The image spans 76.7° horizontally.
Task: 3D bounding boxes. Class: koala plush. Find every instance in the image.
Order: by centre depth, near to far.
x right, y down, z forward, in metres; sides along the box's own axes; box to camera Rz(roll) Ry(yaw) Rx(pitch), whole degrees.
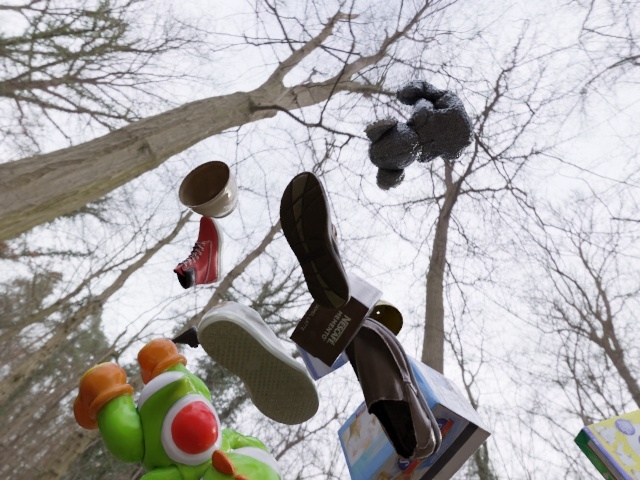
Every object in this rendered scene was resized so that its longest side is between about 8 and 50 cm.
[{"bbox_3d":[0.199,-0.229,0.908,0.221,0.203,0.196,-27,-54,-18],"label":"koala plush"}]

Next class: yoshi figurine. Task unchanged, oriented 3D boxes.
[{"bbox_3d":[-0.163,0.310,0.538,0.362,0.203,0.203,33,-101,26],"label":"yoshi figurine"}]

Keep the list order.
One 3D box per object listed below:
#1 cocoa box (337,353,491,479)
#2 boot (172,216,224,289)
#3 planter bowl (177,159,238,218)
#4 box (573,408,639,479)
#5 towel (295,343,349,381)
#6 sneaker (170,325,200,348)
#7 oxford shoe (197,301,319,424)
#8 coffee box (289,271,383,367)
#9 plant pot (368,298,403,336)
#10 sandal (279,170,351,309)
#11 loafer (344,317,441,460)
[{"bbox_3d":[0.254,0.557,1.174,0.228,0.231,0.347,34,-81,-21],"label":"cocoa box"},{"bbox_3d":[-0.417,0.035,1.363,0.088,0.176,0.244,1,-85,34],"label":"boot"},{"bbox_3d":[-0.297,-0.129,1.133,0.162,0.162,0.109,-10,-34,17],"label":"planter bowl"},{"bbox_3d":[0.503,0.319,0.617,0.179,0.105,0.043,-9,-54,-15],"label":"box"},{"bbox_3d":[0.064,0.352,1.395,0.285,0.034,0.209,-28,-55,-10],"label":"towel"},{"bbox_3d":[-0.534,0.412,1.655,0.170,0.051,0.089,-33,-92,21],"label":"sneaker"},{"bbox_3d":[-0.142,0.314,1.035,0.169,0.130,0.449,-34,-63,3],"label":"oxford shoe"},{"bbox_3d":[0.045,0.155,0.859,0.098,0.246,0.141,34,-82,13],"label":"coffee box"},{"bbox_3d":[0.175,0.231,1.241,0.134,0.095,0.134,-2,-69,-6],"label":"plant pot"},{"bbox_3d":[0.000,0.000,0.643,0.090,0.060,0.219,-21,-88,27],"label":"sandal"},{"bbox_3d":[0.162,0.351,0.977,0.134,0.130,0.366,-40,-112,21],"label":"loafer"}]
